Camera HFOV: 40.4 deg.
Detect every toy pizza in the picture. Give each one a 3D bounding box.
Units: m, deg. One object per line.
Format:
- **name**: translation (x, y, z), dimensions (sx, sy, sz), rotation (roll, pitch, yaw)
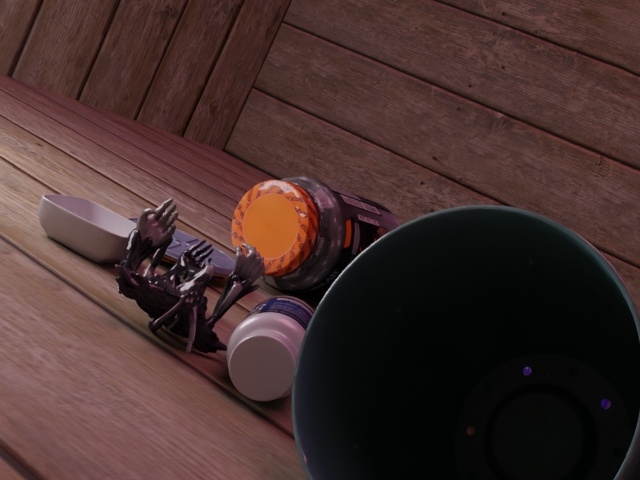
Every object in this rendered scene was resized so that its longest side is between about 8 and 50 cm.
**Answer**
- **toy pizza**: translation (-0.225, 0.018, 1.386), dimensions (0.201, 0.032, 0.201), rotation (24, 7, -3)

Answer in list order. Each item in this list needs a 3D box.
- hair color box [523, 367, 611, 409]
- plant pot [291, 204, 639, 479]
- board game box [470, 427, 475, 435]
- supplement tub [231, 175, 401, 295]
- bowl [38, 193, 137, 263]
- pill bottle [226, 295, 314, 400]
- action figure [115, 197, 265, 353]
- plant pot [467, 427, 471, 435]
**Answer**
- **hair color box**: translation (0.243, 0.133, 1.194), dimensions (0.338, 0.110, 0.185), rotation (33, -14, 21)
- **plant pot**: translation (0.159, 0.149, 0.762), dimensions (0.293, 0.293, 0.235), rotation (31, -5, 39)
- **board game box**: translation (0.336, 0.300, 1.206), dimensions (0.317, 0.046, 0.213), rotation (29, 6, 26)
- **supplement tub**: translation (0.000, 0.000, 1.605), dimensions (0.207, 0.207, 0.338), rotation (29, 8, 32)
- **bowl**: translation (-0.312, -0.012, 1.203), dimensions (0.142, 0.053, 0.142), rotation (27, 7, 12)
- **pill bottle**: translation (-0.051, 0.119, 0.955), dimensions (0.094, 0.094, 0.169), rotation (26, 7, 2)
- **action figure**: translation (-0.165, 0.034, 1.032), dimensions (0.164, 0.141, 0.275), rotation (35, 1, -21)
- **plant pot**: translation (0.094, 0.165, 1.084), dimensions (0.237, 0.110, 0.237), rotation (26, 7, -3)
